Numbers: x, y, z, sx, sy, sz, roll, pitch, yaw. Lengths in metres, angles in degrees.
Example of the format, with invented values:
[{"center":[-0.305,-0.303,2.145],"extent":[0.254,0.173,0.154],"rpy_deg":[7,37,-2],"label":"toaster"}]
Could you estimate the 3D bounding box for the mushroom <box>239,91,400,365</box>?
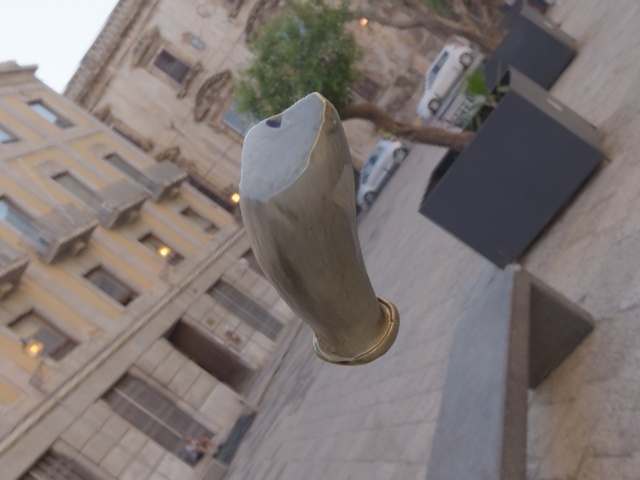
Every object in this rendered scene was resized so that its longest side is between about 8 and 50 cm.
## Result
[{"center":[-0.006,0.002,0.665],"extent":[0.096,0.246,0.108],"rpy_deg":[3,34,36],"label":"mushroom"}]
